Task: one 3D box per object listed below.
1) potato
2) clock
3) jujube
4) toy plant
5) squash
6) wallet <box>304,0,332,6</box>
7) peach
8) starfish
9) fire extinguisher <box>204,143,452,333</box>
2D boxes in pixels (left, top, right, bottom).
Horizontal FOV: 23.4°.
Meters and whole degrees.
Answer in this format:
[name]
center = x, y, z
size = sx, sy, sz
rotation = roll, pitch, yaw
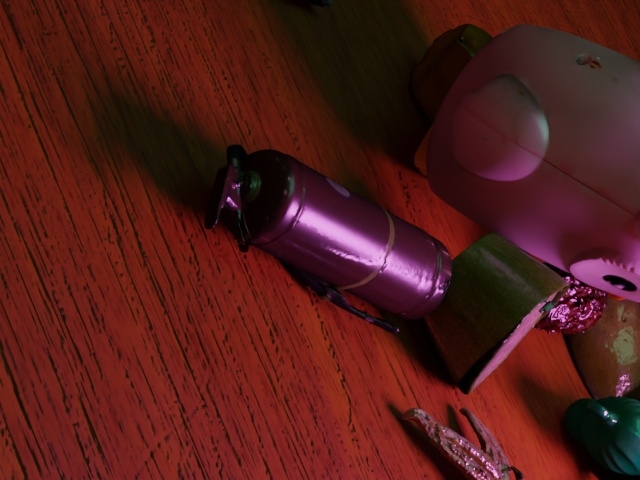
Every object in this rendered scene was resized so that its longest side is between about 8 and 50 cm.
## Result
[potato]
center = 0.371, 0.123, 1.989
size = 0.149, 0.081, 0.120
rotation = 56, 29, -5
[clock]
center = 0.328, -0.088, 1.791
size = 0.368, 0.250, 0.377
rotation = 17, 16, -49
[jujube]
center = 0.296, 0.072, 1.914
size = 0.166, 0.104, 0.104
rotation = -14, 76, -54
[toy plant]
center = 0.356, 0.235, 1.836
size = 0.200, 0.105, 0.143
rotation = 46, -11, -35
[squash]
center = 0.185, 0.072, 1.700
size = 0.123, 0.170, 0.170
rotation = 51, 30, 11
[wallet]
center = -0.045, -0.324, 1.830
size = 0.129, 0.026, 0.088
rotation = 14, 49, -49
[peach]
center = 0.186, -0.197, 1.962
size = 0.118, 0.151, 0.151
rotation = 27, 41, -22
[starfish]
center = 0.178, 0.280, 1.610
size = 0.138, 0.050, 0.247
rotation = -2, 62, -54
[fire extinguisher]
center = 0.000, 0.000, 1.537
size = 0.341, 0.105, 0.141
rotation = 26, 43, -46
